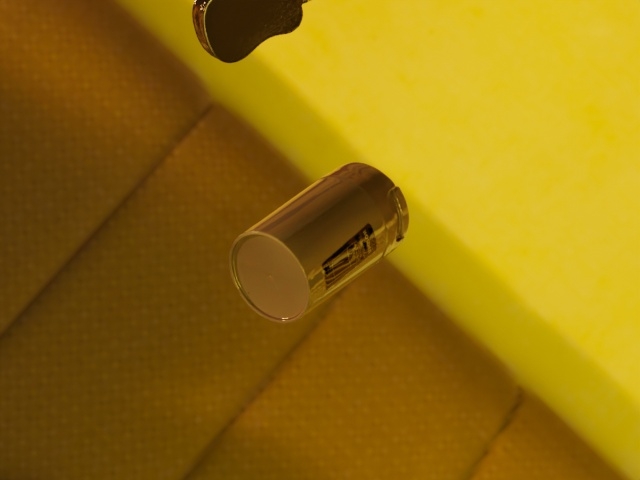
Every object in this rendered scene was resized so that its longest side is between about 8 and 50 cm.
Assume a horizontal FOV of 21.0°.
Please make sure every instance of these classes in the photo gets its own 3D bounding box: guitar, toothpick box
[{"bbox_3d":[-0.013,-0.276,1.926,0.038,0.271,0.084,33,-38,59],"label":"guitar"},{"bbox_3d":[0.000,0.000,1.816,0.111,0.111,0.180,45,46,11],"label":"toothpick box"}]
